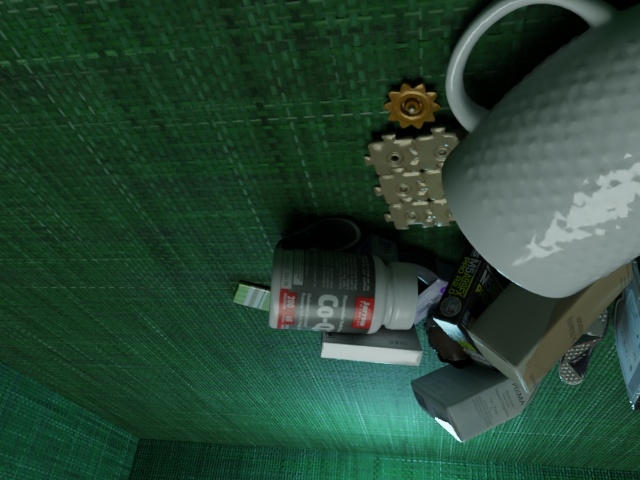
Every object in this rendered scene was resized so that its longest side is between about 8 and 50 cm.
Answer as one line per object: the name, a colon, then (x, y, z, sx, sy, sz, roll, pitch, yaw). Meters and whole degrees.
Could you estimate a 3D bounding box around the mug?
mug: (0.331, -0.155, 0.679, 0.374, 0.276, 0.328, 42, 134, 2)

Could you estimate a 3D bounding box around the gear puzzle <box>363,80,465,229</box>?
gear puzzle: (0.170, -0.138, 0.908, 0.175, 0.044, 0.339, -5, 143, 20)

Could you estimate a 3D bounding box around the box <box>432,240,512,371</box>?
box: (0.355, 0.131, 1.121, 0.060, 0.216, 0.270, 16, 159, 43)

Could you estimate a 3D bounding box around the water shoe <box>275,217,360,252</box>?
water shoe: (0.000, 0.000, 1.138, 0.203, 0.073, 0.080, -13, 170, 25)

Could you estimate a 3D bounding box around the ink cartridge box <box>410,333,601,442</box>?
ink cartridge box: (0.438, 0.328, 1.271, 0.385, 0.091, 0.308, -21, 177, -6)

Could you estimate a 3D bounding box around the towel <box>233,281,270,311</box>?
towel: (-0.155, 0.154, 1.430, 0.152, 0.023, 0.113, 16, 144, -11)

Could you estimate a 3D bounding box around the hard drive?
hard drive: (0.710, 0.206, 1.152, 0.064, 0.237, 0.339, -5, 146, 17)

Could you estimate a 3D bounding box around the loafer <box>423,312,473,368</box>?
loafer: (0.327, 0.261, 1.338, 0.133, 0.130, 0.366, -9, 163, 17)

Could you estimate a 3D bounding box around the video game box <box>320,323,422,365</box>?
video game box: (0.101, 0.189, 1.138, 0.205, 0.187, 0.048, 6, 117, -2)

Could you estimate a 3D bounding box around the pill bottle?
pill bottle: (0.042, 0.104, 1.059, 0.283, 0.161, 0.161, 4, 147, -4)

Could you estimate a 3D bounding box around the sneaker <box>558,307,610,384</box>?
sneaker: (0.672, 0.236, 1.350, 0.086, 0.163, 0.226, 22, 111, 23)

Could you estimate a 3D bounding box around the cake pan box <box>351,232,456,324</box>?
cake pan box: (0.158, 0.111, 1.235, 0.245, 0.070, 0.267, 20, 136, -21)

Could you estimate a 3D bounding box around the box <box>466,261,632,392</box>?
box: (0.442, 0.123, 1.013, 0.121, 0.311, 0.148, 40, 175, 44)
